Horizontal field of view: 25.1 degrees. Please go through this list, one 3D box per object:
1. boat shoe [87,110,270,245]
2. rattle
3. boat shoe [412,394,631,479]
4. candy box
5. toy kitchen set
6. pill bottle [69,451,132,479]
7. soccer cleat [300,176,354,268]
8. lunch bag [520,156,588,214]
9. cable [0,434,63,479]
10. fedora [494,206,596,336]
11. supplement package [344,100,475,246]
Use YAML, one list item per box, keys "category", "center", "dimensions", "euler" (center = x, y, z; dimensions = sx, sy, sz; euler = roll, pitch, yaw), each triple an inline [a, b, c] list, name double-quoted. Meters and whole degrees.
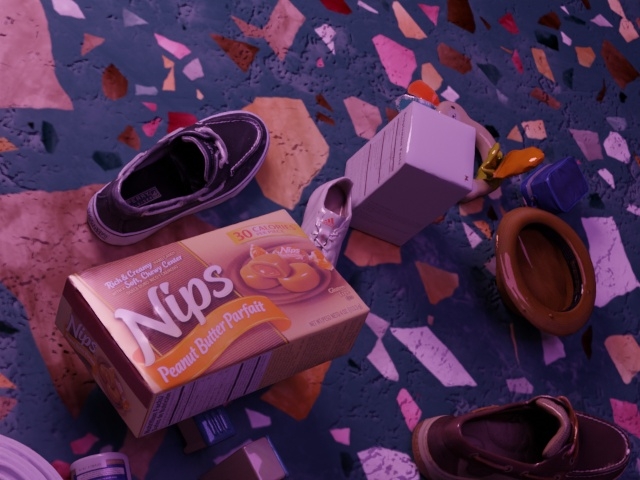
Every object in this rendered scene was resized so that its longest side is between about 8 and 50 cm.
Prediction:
- category: "boat shoe"
  center: [-0.161, -0.097, 1.817]
  dimensions: [0.301, 0.102, 0.108]
  euler: [-31, 84, -39]
- category: "rattle"
  center: [0.210, -0.165, 2.072]
  dimensions: [0.130, 0.143, 0.200]
  euler: [-23, 85, -20]
- category: "boat shoe"
  center: [0.290, 0.266, 1.893]
  dimensions: [0.342, 0.123, 0.123]
  euler: [9, 61, -28]
- category: "candy box"
  center: [-0.121, 0.087, 1.661]
  dimensions: [0.316, 0.088, 0.183]
  euler: [-19, 56, -37]
- category: "toy kitchen set"
  center: [-0.081, 0.187, 1.702]
  dimensions: [0.166, 0.122, 0.207]
  euler: [-21, 78, -38]
- category: "pill bottle"
  center: [-0.234, 0.299, 1.580]
  dimensions: [0.067, 0.067, 0.120]
  euler: [0, 65, -32]
- category: "soccer cleat"
  center: [0.000, 0.000, 1.884]
  dimensions: [0.068, 0.076, 0.196]
  euler: [26, 54, -19]
- category: "lunch bag"
  center: [0.344, -0.075, 2.152]
  dimensions: [0.098, 0.065, 0.067]
  euler: [-35, 102, -41]
- category: "cable"
  center: [-0.371, 0.312, 1.472]
  dimensions: [0.257, 0.089, 0.257]
  euler: [31, 53, -15]
- category: "fedora"
  center: [0.304, 0.050, 2.049]
  dimensions: [0.194, 0.079, 0.194]
  euler: [14, 64, -30]
- category: "supplement package"
  center: [0.116, -0.087, 1.938]
  dimensions: [0.105, 0.179, 0.105]
  euler: [22, 55, -22]
